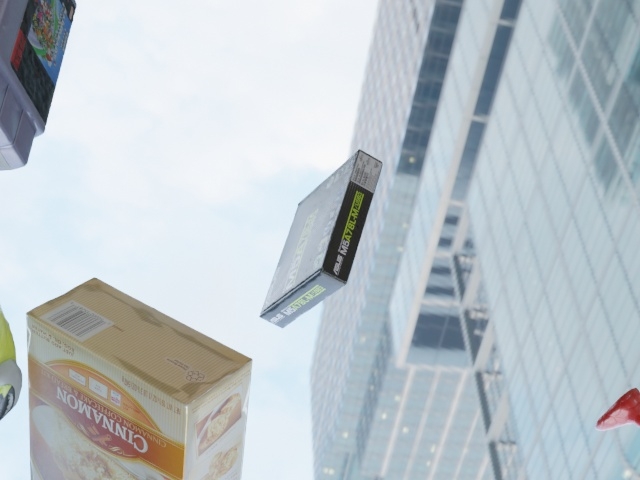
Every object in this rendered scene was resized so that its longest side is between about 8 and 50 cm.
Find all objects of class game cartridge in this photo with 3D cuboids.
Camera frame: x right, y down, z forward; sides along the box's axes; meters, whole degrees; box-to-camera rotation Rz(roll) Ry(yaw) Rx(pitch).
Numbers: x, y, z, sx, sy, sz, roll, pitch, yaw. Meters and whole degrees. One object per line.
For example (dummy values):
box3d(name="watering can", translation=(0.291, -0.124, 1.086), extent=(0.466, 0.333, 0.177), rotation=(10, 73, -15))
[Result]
box3d(name="game cartridge", translation=(-0.360, -0.276, 1.261), extent=(0.068, 0.230, 0.355), rotation=(-12, -133, 14))

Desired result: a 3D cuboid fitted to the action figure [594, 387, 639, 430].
box3d(name="action figure", translation=(0.287, 0.236, 0.748), extent=(0.091, 0.139, 0.280), rotation=(-19, -122, -29))

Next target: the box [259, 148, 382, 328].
box3d(name="box", translation=(0.000, 0.000, 1.441), extent=(0.045, 0.184, 0.191), rotation=(29, -121, -18))

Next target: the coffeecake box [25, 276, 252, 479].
box3d(name="coffeecake box", translation=(-0.126, 0.140, 0.756), extent=(0.142, 0.186, 0.068), rotation=(24, -147, 27))

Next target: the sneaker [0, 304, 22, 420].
box3d(name="sneaker", translation=(-0.235, -0.076, 0.513), extent=(0.145, 0.385, 0.147), rotation=(-7, -151, 35))
